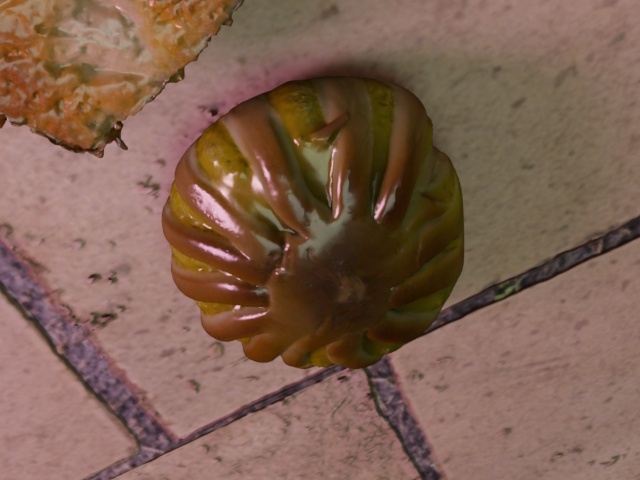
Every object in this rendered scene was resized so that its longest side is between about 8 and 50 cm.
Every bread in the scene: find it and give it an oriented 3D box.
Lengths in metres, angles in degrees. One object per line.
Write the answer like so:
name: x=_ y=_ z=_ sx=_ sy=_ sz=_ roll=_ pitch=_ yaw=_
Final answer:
bread: x=0.000 y=0.000 z=0.723 sx=0.213 sy=0.105 sz=0.213 roll=-7 pitch=131 yaw=-8

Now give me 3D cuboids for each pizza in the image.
pizza: x=-0.145 y=-0.147 z=0.569 sx=0.335 sy=0.086 sz=0.226 roll=-11 pitch=126 yaw=-9
